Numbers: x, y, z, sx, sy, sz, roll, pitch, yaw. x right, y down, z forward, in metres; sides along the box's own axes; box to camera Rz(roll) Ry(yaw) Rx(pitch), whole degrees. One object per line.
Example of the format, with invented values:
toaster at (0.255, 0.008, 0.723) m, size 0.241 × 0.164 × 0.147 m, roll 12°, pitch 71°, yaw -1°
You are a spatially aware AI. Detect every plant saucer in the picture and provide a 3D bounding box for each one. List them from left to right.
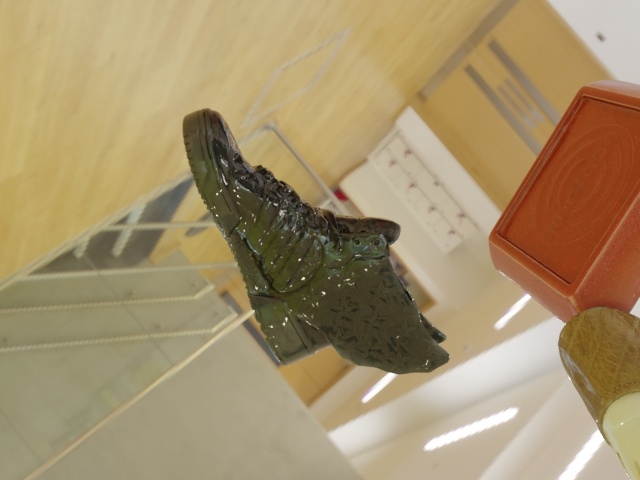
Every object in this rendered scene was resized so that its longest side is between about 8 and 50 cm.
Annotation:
plant saucer at (0.281, -0.050, 0.876) m, size 0.258 × 0.048 × 0.259 m, roll -60°, pitch -161°, yaw 9°

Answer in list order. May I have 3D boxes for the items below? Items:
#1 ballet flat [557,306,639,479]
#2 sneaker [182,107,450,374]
ballet flat at (0.332, 0.208, 0.752) m, size 0.116 × 0.342 × 0.124 m, roll -30°, pitch -162°, yaw 33°
sneaker at (0.000, 0.001, 0.436) m, size 0.089 × 0.170 × 0.051 m, roll -20°, pitch -165°, yaw 4°
